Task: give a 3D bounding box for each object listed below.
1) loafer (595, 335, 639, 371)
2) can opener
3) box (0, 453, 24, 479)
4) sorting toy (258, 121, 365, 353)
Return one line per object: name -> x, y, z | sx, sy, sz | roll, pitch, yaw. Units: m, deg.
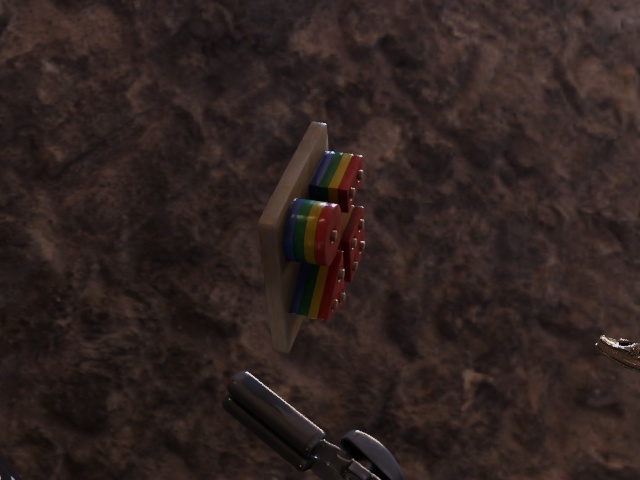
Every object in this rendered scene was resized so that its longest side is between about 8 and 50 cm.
loafer -> 0.410, 0.146, 1.063 | 0.045, 0.125, 0.039 | -20, -49, -52
can opener -> -0.011, 0.284, 1.233 | 0.095, 0.283, 0.076 | -33, -29, -47
box -> -0.379, 0.318, 0.832 | 0.207, 0.108, 0.153 | -27, -50, -11
sorting toy -> 0.000, 0.000, 1.276 | 0.255, 0.089, 0.257 | -66, -20, -46
